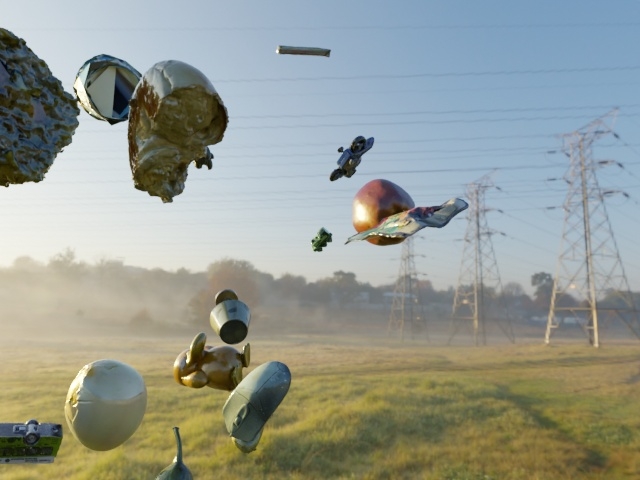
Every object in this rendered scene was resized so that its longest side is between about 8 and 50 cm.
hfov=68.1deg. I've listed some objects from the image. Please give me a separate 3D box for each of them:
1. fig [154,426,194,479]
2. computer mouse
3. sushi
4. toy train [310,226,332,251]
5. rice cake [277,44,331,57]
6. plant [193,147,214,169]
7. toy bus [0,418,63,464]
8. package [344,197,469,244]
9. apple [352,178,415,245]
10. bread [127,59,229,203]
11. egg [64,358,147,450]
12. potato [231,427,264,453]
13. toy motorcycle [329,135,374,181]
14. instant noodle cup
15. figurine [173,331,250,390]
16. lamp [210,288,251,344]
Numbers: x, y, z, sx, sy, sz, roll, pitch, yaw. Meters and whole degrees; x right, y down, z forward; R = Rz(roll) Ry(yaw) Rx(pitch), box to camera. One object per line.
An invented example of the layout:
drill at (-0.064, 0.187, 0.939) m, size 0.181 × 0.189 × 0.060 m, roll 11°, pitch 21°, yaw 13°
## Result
fig at (-0.441, 0.700, 1.448) m, size 0.149 × 0.245 × 0.149 m, roll 0°, pitch -23°, yaw 0°
computer mouse at (-0.161, 0.390, 1.143) m, size 0.113 × 0.229 × 0.068 m, roll 38°, pitch 1°, yaw 22°
sushi at (-0.847, -0.326, 1.202) m, size 0.240 × 0.351 × 0.396 m, roll 4°, pitch -28°, yaw 16°
toy train at (0.000, 0.000, 1.519) m, size 0.053 × 0.083 × 0.033 m, roll 39°, pitch 13°, yaw -32°
rice cake at (-0.061, -0.701, 1.756) m, size 0.207 × 0.033 × 0.033 m, roll 8°, pitch 20°, yaw 12°
plant at (-0.343, -0.270, 1.336) m, size 0.085 × 0.087 × 0.174 m, roll -8°, pitch -49°, yaw -4°
toy bus at (-0.998, 0.653, 1.505) m, size 0.301 × 0.139 × 0.113 m, roll 14°, pitch 3°, yaw -31°
package at (0.153, -0.036, 0.889) m, size 0.166 × 0.040 × 0.232 m, roll -25°, pitch 9°, yaw -22°
apple at (0.151, -0.069, 1.149) m, size 0.147 × 0.156 × 0.158 m, roll 33°, pitch -4°, yaw -15°
bread at (-0.322, -0.249, 1.020) m, size 0.171 × 0.192 × 0.314 m, roll -5°, pitch -40°, yaw -40°
egg at (-0.804, 0.625, 1.786) m, size 0.283 × 0.345 × 0.283 m, roll 11°, pitch 18°, yaw -4°
potato at (-0.260, 0.705, 1.751) m, size 0.105 × 0.085 × 0.188 m, roll 14°, pitch 19°, yaw 13°
toy motorcycle at (0.109, -0.291, 1.700) m, size 0.114 × 0.076 × 0.205 m, roll -11°, pitch -37°, yaw -53°
instant noodle cup at (-0.698, -0.501, 1.594) m, size 0.240 × 0.240 × 0.178 m, roll 8°, pitch 14°, yaw -33°
figurine at (-0.356, 0.410, 1.543) m, size 0.228 × 0.215 × 0.215 m, roll 24°, pitch -11°, yaw -3°
lamp at (-0.270, 0.223, 1.409) m, size 0.121 × 0.121 × 0.215 m, roll 5°, pitch 16°, yaw -20°
